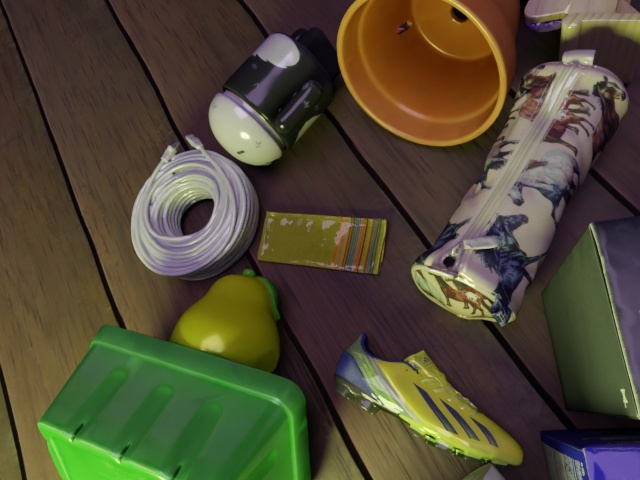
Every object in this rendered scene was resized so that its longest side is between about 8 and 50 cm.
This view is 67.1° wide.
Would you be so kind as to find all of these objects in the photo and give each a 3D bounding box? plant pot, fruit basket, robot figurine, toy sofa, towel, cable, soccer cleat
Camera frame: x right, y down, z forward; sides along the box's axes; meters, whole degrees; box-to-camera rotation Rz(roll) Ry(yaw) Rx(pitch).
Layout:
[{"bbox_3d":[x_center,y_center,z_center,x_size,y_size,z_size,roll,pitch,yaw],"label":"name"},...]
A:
[{"bbox_3d":[0.201,-0.334,0.811,0.290,0.291,0.203,23,62,23],"label":"plant pot"},{"bbox_3d":[-0.176,0.237,0.760,0.391,0.283,0.392,-1,29,1],"label":"fruit basket"},{"bbox_3d":[-0.083,-0.271,0.922,0.173,0.209,0.278,41,86,5],"label":"robot figurine"},{"bbox_3d":[0.474,-0.458,0.822,0.177,0.150,0.363,12,75,26],"label":"toy sofa"},{"bbox_3d":[0.000,0.000,0.878,0.237,0.021,0.102,5,72,20],"label":"towel"},{"bbox_3d":[-0.246,-0.049,0.938,0.257,0.089,0.257,36,85,24],"label":"cable"},{"bbox_3d":[0.158,0.228,0.708,0.289,0.093,0.121,22,72,23],"label":"soccer cleat"}]

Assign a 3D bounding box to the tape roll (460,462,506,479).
[{"bbox_3d":[0.125,0.386,0.553,0.286,0.286,0.100,-40,64,1],"label":"tape roll"}]

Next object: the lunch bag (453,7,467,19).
[{"bbox_3d":[0.310,-0.553,0.838,0.303,0.115,0.243,-24,43,58],"label":"lunch bag"}]

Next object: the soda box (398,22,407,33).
[{"bbox_3d":[0.141,-0.411,0.963,0.168,0.053,0.060,-29,65,7],"label":"soda box"}]

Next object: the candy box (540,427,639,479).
[{"bbox_3d":[0.394,0.259,0.495,0.268,0.317,0.122,-8,70,16],"label":"candy box"}]

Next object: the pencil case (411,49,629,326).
[{"bbox_3d":[0.298,-0.076,0.723,0.159,0.183,0.410,28,80,25],"label":"pencil case"}]

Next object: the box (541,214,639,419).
[{"bbox_3d":[0.443,0.089,0.526,0.312,0.343,0.179,-9,70,14],"label":"box"}]
